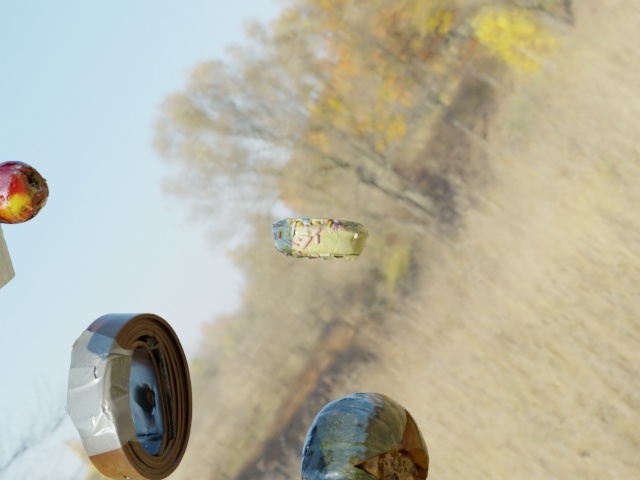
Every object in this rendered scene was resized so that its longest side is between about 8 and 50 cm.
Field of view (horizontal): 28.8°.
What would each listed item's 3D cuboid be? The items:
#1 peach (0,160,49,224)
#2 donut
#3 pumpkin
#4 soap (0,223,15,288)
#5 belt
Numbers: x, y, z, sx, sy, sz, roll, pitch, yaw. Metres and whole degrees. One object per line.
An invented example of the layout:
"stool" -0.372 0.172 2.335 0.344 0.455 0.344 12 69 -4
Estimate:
"peach" -0.363 -0.050 1.462 0.083 0.077 0.050 -22 31 36
"donut" 0.000 0.000 2.132 0.174 0.174 0.068 116 155 -86
"pumpkin" 0.059 0.335 1.756 0.159 0.238 0.238 -5 27 26
"soap" -0.615 0.061 1.531 0.446 0.261 0.156 -16 5 -3
"belt" -0.295 0.244 1.940 0.105 0.261 0.184 -5 5 39
